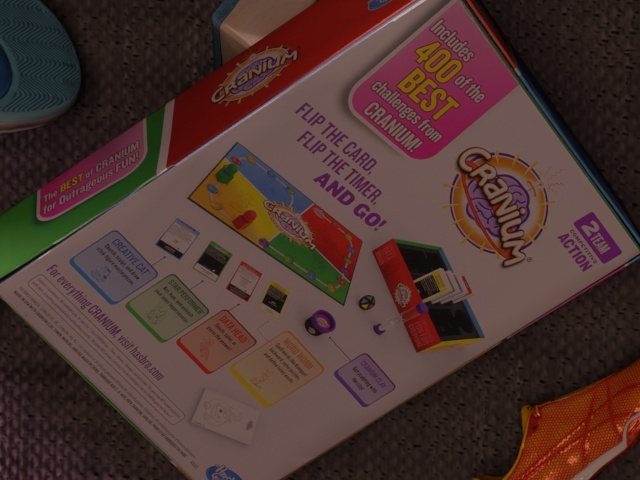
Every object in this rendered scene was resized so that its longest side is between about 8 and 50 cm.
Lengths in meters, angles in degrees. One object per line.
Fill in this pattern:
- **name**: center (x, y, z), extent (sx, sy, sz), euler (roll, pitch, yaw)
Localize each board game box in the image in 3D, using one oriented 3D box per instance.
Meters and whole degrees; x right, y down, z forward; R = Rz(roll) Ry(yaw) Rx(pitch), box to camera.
- **board game box**: center (0.000, 0.000, 1.128), extent (0.316, 0.064, 0.242), euler (-32, 125, 11)

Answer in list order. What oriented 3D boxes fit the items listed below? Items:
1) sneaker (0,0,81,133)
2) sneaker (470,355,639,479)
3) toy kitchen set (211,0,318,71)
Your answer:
- **sneaker**: center (-0.327, -0.095, 1.195), extent (0.208, 0.319, 0.127), euler (-35, 57, 47)
- **sneaker**: center (0.163, 0.112, 1.174), extent (0.175, 0.064, 0.067), euler (-44, 76, 8)
- **toy kitchen set**: center (-0.034, -0.219, 1.173), extent (0.166, 0.122, 0.207), euler (38, 80, 6)
